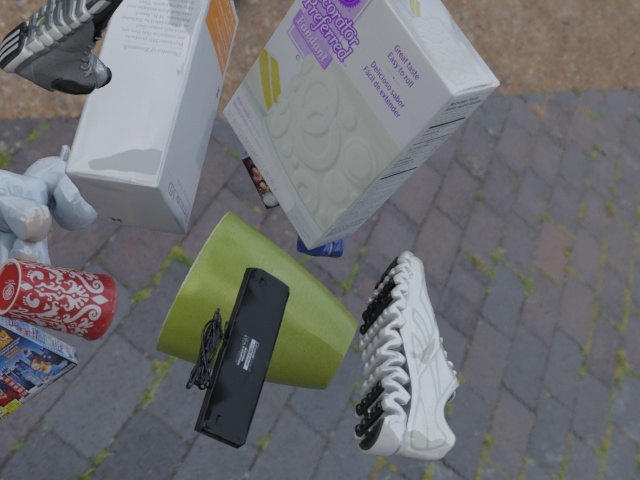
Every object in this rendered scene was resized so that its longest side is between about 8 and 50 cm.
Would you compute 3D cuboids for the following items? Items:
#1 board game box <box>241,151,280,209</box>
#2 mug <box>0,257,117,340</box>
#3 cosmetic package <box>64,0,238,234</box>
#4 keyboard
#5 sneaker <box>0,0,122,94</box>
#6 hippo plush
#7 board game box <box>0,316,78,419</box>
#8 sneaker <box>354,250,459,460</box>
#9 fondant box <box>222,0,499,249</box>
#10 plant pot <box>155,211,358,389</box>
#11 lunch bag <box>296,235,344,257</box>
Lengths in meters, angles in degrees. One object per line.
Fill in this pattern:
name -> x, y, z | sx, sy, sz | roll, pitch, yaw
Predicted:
board game box -> -0.067, -0.194, 2.332 | 0.042, 0.243, 0.165 | -73, 142, -59
mug -> -0.441, 0.101, 1.410 | 0.169, 0.150, 0.113 | 20, 44, -45
cosmetic package -> -0.277, -0.265, 1.514 | 0.161, 0.230, 0.453 | 9, 72, 6
keyboard -> -0.096, 0.117, 0.941 | 0.100, 0.038, 0.192 | 39, 58, -42
sneaker -> -0.313, -0.270, 1.177 | 0.132, 0.229, 0.086 | 36, 41, -44
hippo plush -> -0.601, -0.066, 1.811 | 0.294, 0.234, 0.236 | 40, 37, 13
board game box -> -0.611, 0.226, 1.698 | 0.194, 0.194, 0.060 | 53, 2, -34
sneaker -> 0.115, 0.147, 1.117 | 0.118, 0.110, 0.292 | 17, 52, -14
fondant box -> 0.033, -0.177, 1.092 | 0.096, 0.330, 0.238 | -19, 71, -43
plant pot -> -0.093, 0.137, 1.538 | 0.293, 0.275, 0.275 | 27, 44, -1
lunch bag -> 0.000, 0.000, 1.774 | 0.065, 0.098, 0.067 | 5, 89, -43
